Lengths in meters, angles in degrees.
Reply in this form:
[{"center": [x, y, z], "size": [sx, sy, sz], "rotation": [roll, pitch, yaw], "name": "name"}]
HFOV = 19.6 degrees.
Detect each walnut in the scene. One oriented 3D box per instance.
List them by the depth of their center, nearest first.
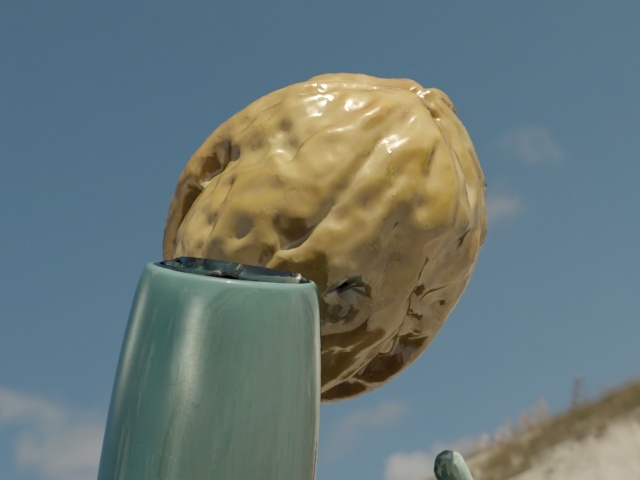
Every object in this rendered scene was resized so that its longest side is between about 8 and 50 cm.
[{"center": [0.000, 0.000, 1.211], "size": [0.245, 0.198, 0.198], "rotation": [-48, -29, 15], "name": "walnut"}]

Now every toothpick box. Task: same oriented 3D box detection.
[{"center": [-0.058, 0.101, 1.003], "size": [0.120, 0.184, 0.120], "rotation": [7, 3, 0], "name": "toothpick box"}]

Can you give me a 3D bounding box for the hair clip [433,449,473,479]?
[{"center": [0.023, 0.319, 1.169], "size": [0.318, 0.238, 0.392], "rotation": [-26, -53, -2], "name": "hair clip"}]
